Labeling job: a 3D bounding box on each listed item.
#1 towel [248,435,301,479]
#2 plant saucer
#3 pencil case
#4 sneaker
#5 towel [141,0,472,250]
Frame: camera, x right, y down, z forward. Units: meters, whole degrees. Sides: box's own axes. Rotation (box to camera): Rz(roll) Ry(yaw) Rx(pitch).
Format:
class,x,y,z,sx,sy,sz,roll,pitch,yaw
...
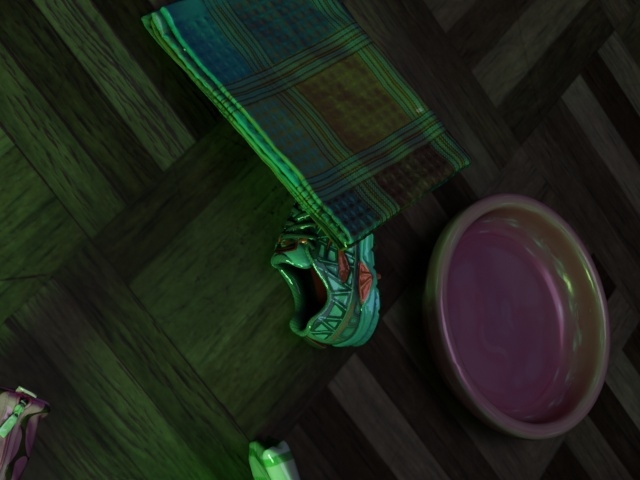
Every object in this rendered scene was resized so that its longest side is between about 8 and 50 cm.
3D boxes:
class,x,y,z,sx,sy,sz,roll,pitch,yaw
towel,-0.018,0.373,1.552,0.038,0.248,0.324,-13,85,-9
plant saucer,0.253,0.104,1.934,0.332,0.084,0.332,12,71,-38
pencil case,-0.329,0.244,1.404,0.095,0.098,0.209,26,64,-32
sneaker,0.000,0.000,1.741,0.125,0.104,0.262,-2,79,-38
towel,-0.006,-0.184,1.750,0.370,0.040,0.271,49,49,7
